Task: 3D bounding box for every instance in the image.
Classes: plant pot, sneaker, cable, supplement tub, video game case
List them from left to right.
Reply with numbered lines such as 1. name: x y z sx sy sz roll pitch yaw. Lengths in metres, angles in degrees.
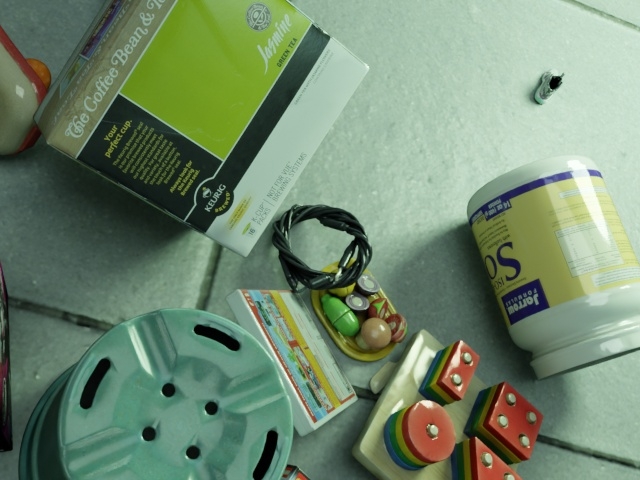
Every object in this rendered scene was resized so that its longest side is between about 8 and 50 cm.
1. plant pot: -0.197 0.250 0.962 0.340 0.334 0.341 8 66 -17
2. video game case: -0.032 0.162 1.108 0.025 0.285 0.204 -32 79 9
3. cable: 0.000 0.000 1.259 0.150 0.047 0.185 -20 51 -1
4. sneaker: 0.484 -0.332 1.592 0.038 0.069 0.098 30 62 -6
5. supplement tub: 0.409 0.048 1.312 0.240 0.241 0.332 -9 72 -23

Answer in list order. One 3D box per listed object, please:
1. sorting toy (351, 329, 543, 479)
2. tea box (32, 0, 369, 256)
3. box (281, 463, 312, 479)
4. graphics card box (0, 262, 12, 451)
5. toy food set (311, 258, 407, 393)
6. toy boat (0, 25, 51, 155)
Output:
1. sorting toy: 0.214 0.297 1.181 0.257 0.089 0.255 43 49 -7
2. tea box: -0.175 -0.210 1.100 0.323 0.220 0.329 33 91 -31
3. box: -0.005 0.423 1.085 0.207 0.036 0.114 47 60 -20
4. graphics card box: -0.424 0.118 0.914 0.094 0.371 0.233 -3 69 -20
5. toy food set: 0.080 0.123 1.260 0.128 0.071 0.218 -32 82 -27
6. toy boat: -0.485 -0.251 1.195 0.231 0.151 0.151 52 32 6
